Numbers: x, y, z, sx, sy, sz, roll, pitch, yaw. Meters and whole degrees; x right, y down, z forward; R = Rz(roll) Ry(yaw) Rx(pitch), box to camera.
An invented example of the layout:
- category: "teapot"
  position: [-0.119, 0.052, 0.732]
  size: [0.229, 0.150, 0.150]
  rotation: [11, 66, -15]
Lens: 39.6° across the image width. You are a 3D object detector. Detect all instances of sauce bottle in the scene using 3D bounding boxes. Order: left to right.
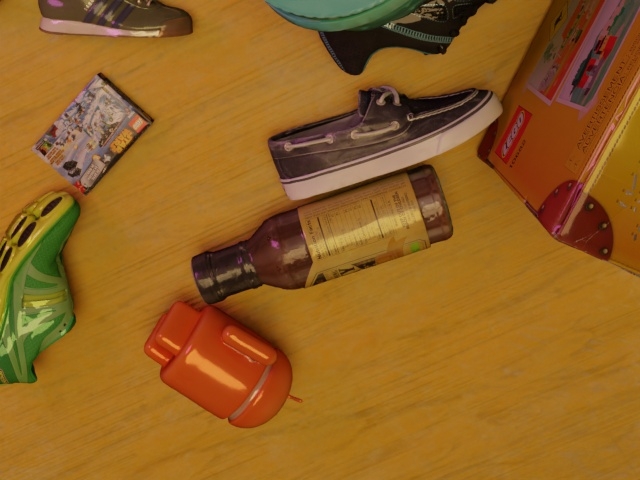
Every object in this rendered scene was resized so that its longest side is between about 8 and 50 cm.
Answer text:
- category: "sauce bottle"
  position: [0.000, 0.000, 1.183]
  size: [0.344, 0.111, 0.111]
  rotation: [-18, 108, 6]

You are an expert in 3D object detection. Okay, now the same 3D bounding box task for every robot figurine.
- category: "robot figurine"
  position: [-0.132, 0.175, 1.227]
  size: [0.219, 0.128, 0.158]
  rotation: [35, 101, -11]

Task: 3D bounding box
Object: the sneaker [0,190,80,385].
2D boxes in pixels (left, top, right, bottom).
- category: "sneaker"
  position: [-0.386, 0.066, 1.207]
  size: [0.123, 0.109, 0.295]
  rotation: [17, 107, -31]

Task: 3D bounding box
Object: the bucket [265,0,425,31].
- category: "bucket"
  position: [0.022, -0.352, 0.929]
  size: [0.281, 0.183, 0.281]
  rotation: [3, 105, 11]

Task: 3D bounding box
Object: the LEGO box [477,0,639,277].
- category: "LEGO box"
  position: [0.398, -0.237, 0.977]
  size: [0.193, 0.372, 0.500]
  rotation: [22, 107, -9]

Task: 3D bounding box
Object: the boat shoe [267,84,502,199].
- category: "boat shoe"
  position: [0.079, -0.149, 1.141]
  size: [0.301, 0.108, 0.102]
  rotation: [-18, 110, 12]

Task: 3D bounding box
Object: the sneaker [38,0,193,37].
- category: "sneaker"
  position: [-0.255, -0.298, 1.095]
  size: [0.192, 0.064, 0.086]
  rotation: [2, 113, 1]

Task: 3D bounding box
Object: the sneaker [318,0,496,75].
- category: "sneaker"
  position: [0.157, -0.308, 1.086]
  size: [0.341, 0.125, 0.139]
  rotation: [-14, 112, 14]

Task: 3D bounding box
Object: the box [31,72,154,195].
- category: "box"
  position: [-0.299, -0.139, 1.168]
  size: [0.094, 0.027, 0.137]
  rotation: [43, 102, -13]
